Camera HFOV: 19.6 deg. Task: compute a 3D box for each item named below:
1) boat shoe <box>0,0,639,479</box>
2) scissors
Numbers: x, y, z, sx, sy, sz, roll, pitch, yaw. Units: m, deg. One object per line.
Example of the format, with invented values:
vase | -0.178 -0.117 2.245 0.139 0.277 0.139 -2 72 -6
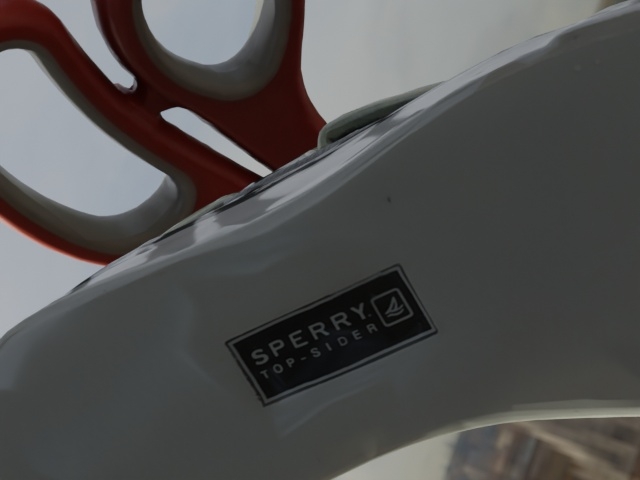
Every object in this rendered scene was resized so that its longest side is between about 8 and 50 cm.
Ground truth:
boat shoe | 0.030 -0.001 0.373 0.078 0.219 0.070 66 -158 -13
scissors | 0.000 0.000 0.552 0.109 0.021 0.297 -44 -41 2
